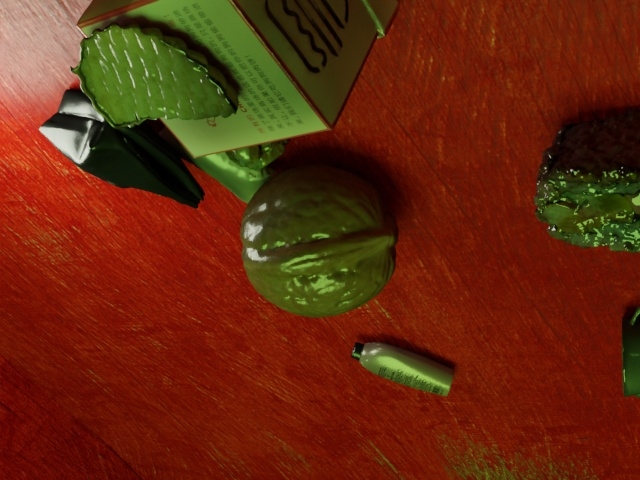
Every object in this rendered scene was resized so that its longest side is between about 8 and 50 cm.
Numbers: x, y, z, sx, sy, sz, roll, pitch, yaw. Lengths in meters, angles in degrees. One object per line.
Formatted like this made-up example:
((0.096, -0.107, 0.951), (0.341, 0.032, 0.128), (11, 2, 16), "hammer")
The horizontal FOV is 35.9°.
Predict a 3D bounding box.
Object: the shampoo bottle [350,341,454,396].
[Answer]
((0.199, 0.311, 2.440), (0.257, 0.078, 0.127), (18, 152, 5), "shampoo bottle")

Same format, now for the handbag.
((-0.399, -0.173, 2.025), (0.288, 0.152, 0.342), (38, 170, -35), "handbag")

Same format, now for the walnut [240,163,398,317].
((0.000, 0.000, 1.944), (0.333, 0.332, 0.332), (16, 146, 11), "walnut")

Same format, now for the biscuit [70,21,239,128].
((-0.253, -0.241, 1.424), (0.274, 0.036, 0.187), (2, 142, 34), "biscuit")

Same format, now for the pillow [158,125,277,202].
((-0.220, -0.172, 2.015), (0.254, 0.078, 0.144), (33, 152, -12), "pillow")

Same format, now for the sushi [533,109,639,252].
((0.487, -0.090, 1.615), (0.270, 0.170, 0.236), (-1, 140, 36), "sushi")

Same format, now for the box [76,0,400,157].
((-0.118, -0.345, 1.500), (0.312, 0.300, 0.314), (-7, 136, 39), "box")

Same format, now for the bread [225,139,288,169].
((-0.146, -0.198, 1.909), (0.156, 0.110, 0.103), (43, 148, -26), "bread")

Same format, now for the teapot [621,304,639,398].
((0.680, 0.225, 1.976), (0.149, 0.162, 0.239), (0, 111, 19), "teapot")
